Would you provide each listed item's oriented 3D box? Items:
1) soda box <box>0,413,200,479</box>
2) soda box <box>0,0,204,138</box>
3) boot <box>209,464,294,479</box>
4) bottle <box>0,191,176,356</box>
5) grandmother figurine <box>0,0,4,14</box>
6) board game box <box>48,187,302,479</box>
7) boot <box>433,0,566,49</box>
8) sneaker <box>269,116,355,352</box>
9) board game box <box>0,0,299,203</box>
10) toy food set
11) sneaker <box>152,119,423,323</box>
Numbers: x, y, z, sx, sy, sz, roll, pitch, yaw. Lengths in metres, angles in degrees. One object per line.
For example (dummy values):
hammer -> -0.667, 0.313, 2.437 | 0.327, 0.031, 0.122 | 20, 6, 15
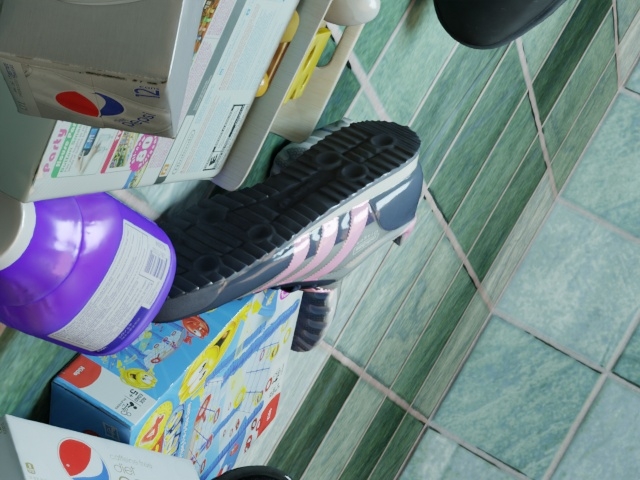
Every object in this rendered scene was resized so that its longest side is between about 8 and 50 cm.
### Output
soda box -> -0.188, 0.208, 1.375 | 0.069, 0.074, 0.216 | -43, 141, 21
soda box -> -0.096, -0.206, 0.889 | 0.098, 0.091, 0.286 | 99, 1, -76
boot -> -0.083, 0.353, 1.501 | 0.348, 0.131, 0.260 | -54, -162, -22
bottle -> -0.188, 0.010, 1.182 | 0.118, 0.092, 0.283 | -58, 164, -2
grandmother figurine -> -0.219, -0.176, 0.763 | 0.208, 0.104, 0.342 | -32, 166, 0
board game box -> -0.138, 0.154, 1.612 | 0.302, 0.086, 0.308 | -48, 160, -39
boot -> 0.184, -0.297, 1.561 | 0.367, 0.146, 0.445 | -49, 177, 25
sneaker -> 0.000, 0.000, 1.741 | 0.115, 0.105, 0.281 | -45, 157, -45
board game box -> -0.119, -0.149, 1.116 | 0.224, 0.097, 0.303 | -65, 166, 12
toy food set -> -0.005, -0.162, 1.393 | 0.219, 0.092, 0.306 | -64, 175, 13
sneaker -> -0.034, 0.015, 1.487 | 0.319, 0.112, 0.131 | -27, 133, -25
